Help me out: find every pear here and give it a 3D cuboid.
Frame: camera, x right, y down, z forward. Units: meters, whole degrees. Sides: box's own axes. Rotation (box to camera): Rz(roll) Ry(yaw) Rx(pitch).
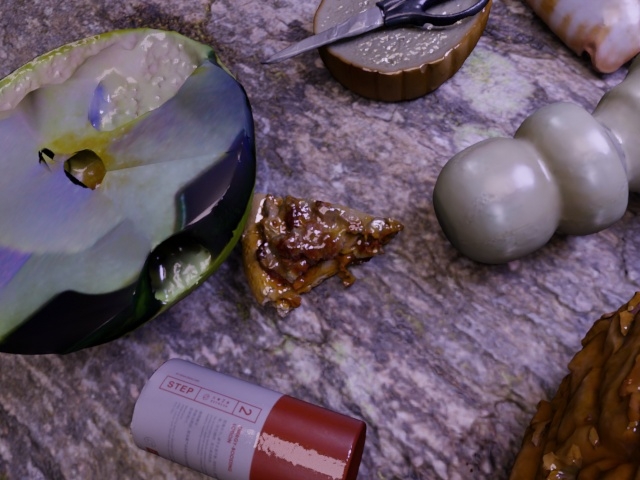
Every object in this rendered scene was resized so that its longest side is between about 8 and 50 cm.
[{"bbox_3d":[-0.246,-0.052,0.591,0.398,0.165,0.399,-4,67,10],"label":"pear"}]

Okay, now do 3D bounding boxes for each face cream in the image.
[{"bbox_3d":[-0.069,0.194,0.489,0.214,0.096,0.096,13,71,17],"label":"face cream"}]

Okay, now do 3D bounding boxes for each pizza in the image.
[{"bbox_3d":[0.000,-0.002,0.569,0.193,0.069,0.154,-13,65,9],"label":"pizza"}]

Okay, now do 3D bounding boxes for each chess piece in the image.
[{"bbox_3d":[0.276,-0.081,0.492,0.330,0.182,0.182,-24,65,8],"label":"chess piece"}]

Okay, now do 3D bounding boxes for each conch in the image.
[{"bbox_3d":[0.342,-0.342,0.602,0.158,0.127,0.255,-19,66,4],"label":"conch"}]

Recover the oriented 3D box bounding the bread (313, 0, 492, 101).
[{"bbox_3d":[0.108,-0.297,0.667,0.236,0.070,0.236,-4,68,11],"label":"bread"}]

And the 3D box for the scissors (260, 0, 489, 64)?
[{"bbox_3d":[0.064,-0.278,0.622,0.299,0.022,0.109,-21,64,6],"label":"scissors"}]

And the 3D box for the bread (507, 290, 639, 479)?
[{"bbox_3d":[0.253,0.186,0.287,0.215,0.398,0.398,29,77,10],"label":"bread"}]
